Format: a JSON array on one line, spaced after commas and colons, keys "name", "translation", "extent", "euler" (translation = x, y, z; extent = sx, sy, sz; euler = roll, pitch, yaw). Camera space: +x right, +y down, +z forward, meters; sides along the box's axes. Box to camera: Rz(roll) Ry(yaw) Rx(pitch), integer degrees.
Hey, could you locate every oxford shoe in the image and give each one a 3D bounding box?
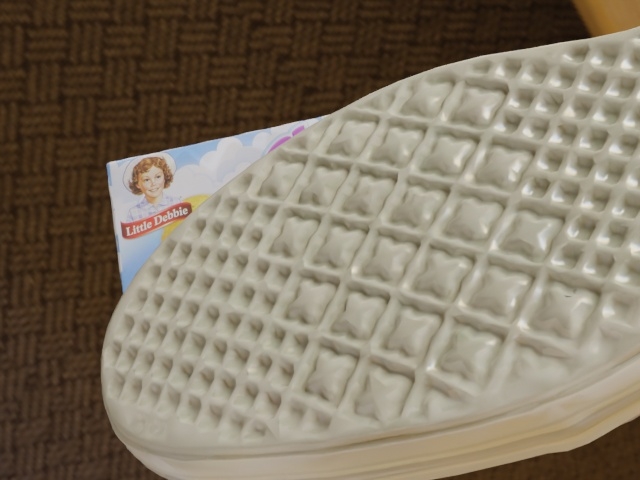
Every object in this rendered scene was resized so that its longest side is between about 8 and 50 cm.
[{"name": "oxford shoe", "translation": [0.131, -0.004, 0.495], "extent": [0.449, 0.169, 0.130], "euler": [-23, 141, 11]}]

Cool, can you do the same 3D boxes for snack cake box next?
[{"name": "snack cake box", "translation": [0.000, 0.000, 0.925], "extent": [0.264, 0.152, 0.089], "euler": [-12, 166, 8]}]
